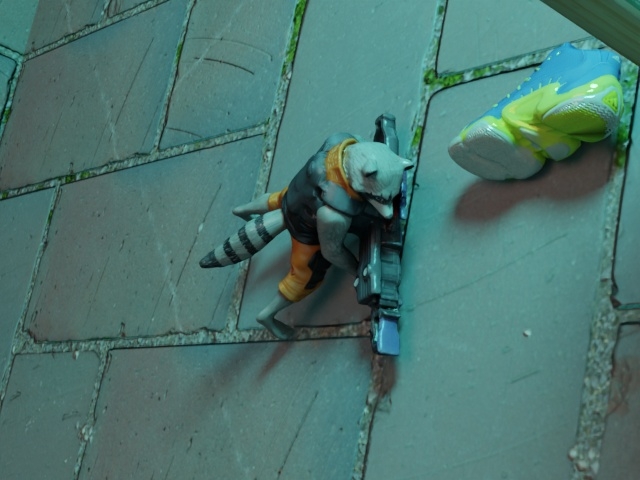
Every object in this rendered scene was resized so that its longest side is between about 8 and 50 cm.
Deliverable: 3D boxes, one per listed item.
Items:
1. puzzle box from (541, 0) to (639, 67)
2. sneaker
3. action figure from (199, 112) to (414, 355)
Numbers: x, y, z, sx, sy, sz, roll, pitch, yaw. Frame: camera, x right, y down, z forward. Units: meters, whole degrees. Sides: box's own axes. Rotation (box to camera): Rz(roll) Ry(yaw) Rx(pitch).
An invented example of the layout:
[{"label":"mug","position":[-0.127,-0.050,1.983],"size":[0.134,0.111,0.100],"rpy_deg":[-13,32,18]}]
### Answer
[{"label":"puzzle box","position":[0.331,-0.264,1.117],"size":[0.052,0.409,0.272],"rpy_deg":[-13,60,48]},{"label":"sneaker","position":[0.254,-0.149,1.443],"size":[0.240,0.091,0.126],"rpy_deg":[-14,42,48]},{"label":"action figure","position":[0.000,0.000,1.594],"size":[0.330,0.178,0.341],"rpy_deg":[-43,39,43]}]
